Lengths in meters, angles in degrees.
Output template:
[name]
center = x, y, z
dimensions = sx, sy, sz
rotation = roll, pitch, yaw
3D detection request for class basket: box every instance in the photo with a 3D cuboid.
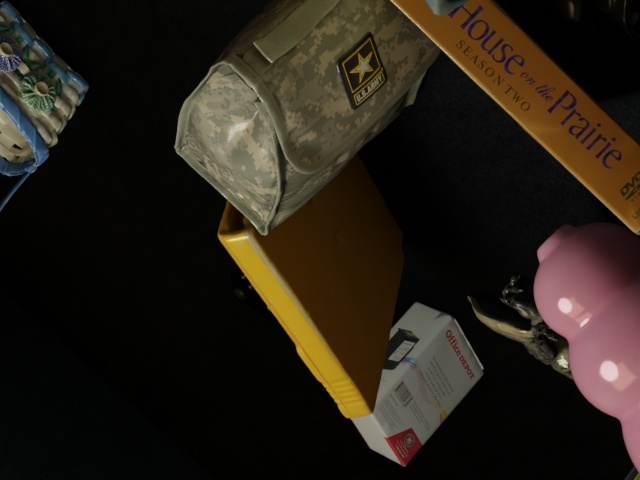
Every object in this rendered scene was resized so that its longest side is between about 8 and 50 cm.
[basket]
center = -0.494, -0.183, 2.509
dimensions = 0.255, 0.289, 0.201
rotation = 46, 158, -16

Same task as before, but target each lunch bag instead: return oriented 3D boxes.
[lunch bag]
center = -0.006, -0.169, 1.782
dimensions = 0.169, 0.235, 0.287
rotation = 43, 159, 8

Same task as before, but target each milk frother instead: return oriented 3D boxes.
[milk frother]
center = 0.217, -0.252, 1.463
dimensions = 0.135, 0.129, 0.143
rotation = 25, 111, 34

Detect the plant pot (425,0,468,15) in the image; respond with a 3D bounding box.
[plant pot]
center = 0.107, -0.362, 1.225
dimensions = 0.252, 0.248, 0.247
rotation = 51, 164, 21

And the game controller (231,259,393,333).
[game controller]
center = 0.003, 0.112, 2.557
dimensions = 0.319, 0.067, 0.166
rotation = 34, 158, 14

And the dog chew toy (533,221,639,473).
[dog chew toy]
center = 0.350, 0.115, 1.812
dimensions = 0.332, 0.206, 0.206
rotation = 47, 160, 8

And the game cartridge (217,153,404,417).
[game cartridge]
center = 0.000, 0.000, 2.064
dimensions = 0.053, 0.285, 0.323
rotation = -10, 133, 25

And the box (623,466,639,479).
[box]
center = 0.428, 0.333, 1.986
dimensions = 0.216, 0.270, 0.060
rotation = 31, 156, 21

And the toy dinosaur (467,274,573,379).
[toy dinosaur]
center = 0.261, 0.109, 2.127
dimensions = 0.268, 0.064, 0.118
rotation = 30, 163, 34

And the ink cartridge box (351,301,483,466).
[ink cartridge box]
center = 0.120, 0.189, 2.359
dimensions = 0.072, 0.175, 0.127
rotation = 22, 152, 46

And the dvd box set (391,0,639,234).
[dvd box set]
center = 0.112, -0.199, 1.535
dimensions = 0.420, 0.062, 0.307
rotation = 42, -172, -16
